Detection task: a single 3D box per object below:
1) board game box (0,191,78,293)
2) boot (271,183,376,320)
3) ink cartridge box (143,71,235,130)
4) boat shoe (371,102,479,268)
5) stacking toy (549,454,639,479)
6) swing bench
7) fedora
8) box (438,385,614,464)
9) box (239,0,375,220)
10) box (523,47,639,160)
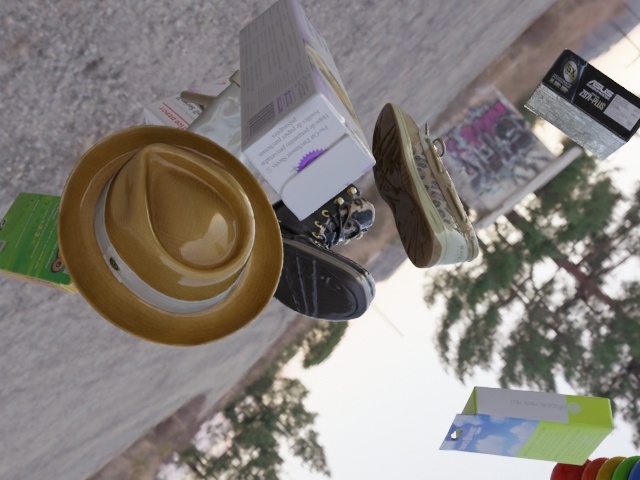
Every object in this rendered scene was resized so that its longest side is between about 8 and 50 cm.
[{"bbox_3d":[-0.364,-0.001,1.107,0.259,0.039,0.124,6,-118,44],"label":"board game box"},{"bbox_3d":[0.000,0.000,1.488,0.377,0.138,0.284,13,-146,40],"label":"boot"},{"bbox_3d":[-0.237,-0.234,1.768,0.353,0.207,0.119,-27,137,-26],"label":"ink cartridge box"},{"bbox_3d":[0.148,-0.082,1.216,0.089,0.285,0.104,-1,149,-22],"label":"boat shoe"},{"bbox_3d":[0.465,0.364,1.208,0.141,0.141,0.330,-42,-169,-25],"label":"stacking toy"},{"bbox_3d":[-0.194,-0.103,1.268,0.253,0.165,0.254,-50,-157,-16],"label":"swing bench"},{"bbox_3d":[-0.110,-0.015,0.649,0.194,0.194,0.079,-41,180,-28],"label":"fedora"},{"bbox_3d":[0.236,0.217,0.963,0.109,0.178,0.042,97,-2,-53],"label":"box"},{"bbox_3d":[-0.021,-0.121,0.641,0.067,0.063,0.324,-35,-155,11],"label":"box"},{"bbox_3d":[0.465,-0.235,1.442,0.077,0.180,0.147,-53,173,-4],"label":"box"}]
